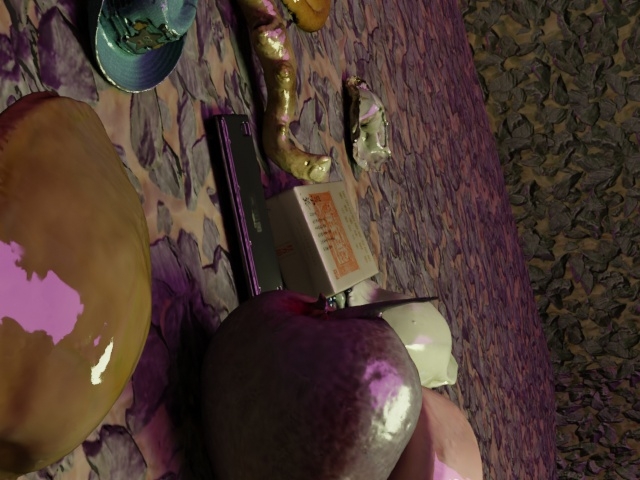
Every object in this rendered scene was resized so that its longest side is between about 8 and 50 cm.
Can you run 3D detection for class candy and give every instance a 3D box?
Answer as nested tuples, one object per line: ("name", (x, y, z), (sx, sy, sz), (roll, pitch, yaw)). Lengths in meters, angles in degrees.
("candy", (0.056, 0.260, 1.007), (0.094, 0.255, 0.255), (28, 49, -32))

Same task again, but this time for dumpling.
("dumpling", (0.108, 0.130, 1.470), (0.252, 0.131, 0.179), (21, 39, -45))

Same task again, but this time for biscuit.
("biscuit", (-0.023, -0.375, 1.431), (0.224, 0.033, 0.144), (-8, 88, -71))

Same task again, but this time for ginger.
("ginger", (-0.055, -0.205, 1.192), (0.089, 0.075, 0.288), (179, -104, -84))

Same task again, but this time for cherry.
("cherry", (-0.012, 0.148, 0.916), (0.183, 0.213, 0.266), (27, 83, -44))

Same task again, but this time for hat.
("hat", (-0.154, -0.229, 0.900), (0.138, 0.078, 0.191), (49, 36, -60))

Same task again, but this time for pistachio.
("pistachio", (-0.177, 0.010, 0.589), (0.212, 0.163, 0.260), (110, -11, -47))

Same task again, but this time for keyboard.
("keyboard", (-0.080, -0.028, 1.101), (0.094, 0.025, 0.230), (-19, 99, -70))

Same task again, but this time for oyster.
("oyster", (0.077, -0.188, 1.600), (0.108, 0.053, 0.165), (16, 72, -41))

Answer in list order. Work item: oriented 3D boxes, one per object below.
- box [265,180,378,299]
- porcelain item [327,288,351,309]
("box", (0.000, 0.000, 1.234), (0.141, 0.058, 0.201), (69, 19, 3))
("porcelain item", (0.024, 0.075, 1.354), (0.136, 0.021, 0.075), (-20, 95, -71))
